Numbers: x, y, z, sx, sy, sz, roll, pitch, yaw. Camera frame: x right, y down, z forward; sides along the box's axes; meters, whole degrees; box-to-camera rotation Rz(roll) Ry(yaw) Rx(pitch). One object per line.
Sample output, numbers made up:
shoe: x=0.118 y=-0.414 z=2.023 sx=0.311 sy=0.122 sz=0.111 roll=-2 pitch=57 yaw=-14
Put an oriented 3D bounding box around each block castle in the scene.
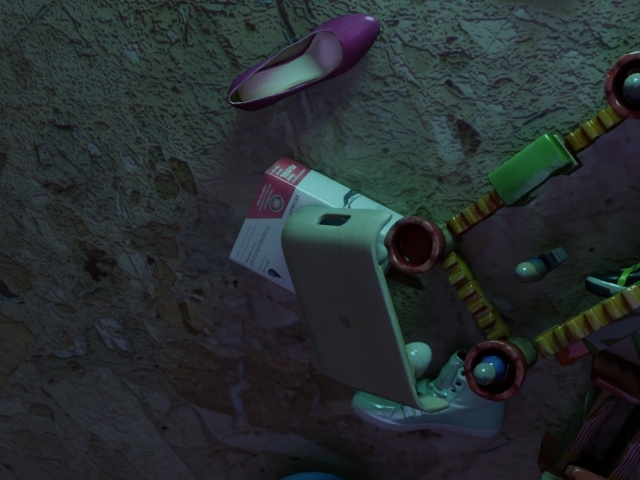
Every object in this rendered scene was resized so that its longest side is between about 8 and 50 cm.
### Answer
block castle: x=0.339 y=-0.004 z=1.134 sx=0.453 sy=0.213 sz=0.303 roll=-37 pitch=77 yaw=25

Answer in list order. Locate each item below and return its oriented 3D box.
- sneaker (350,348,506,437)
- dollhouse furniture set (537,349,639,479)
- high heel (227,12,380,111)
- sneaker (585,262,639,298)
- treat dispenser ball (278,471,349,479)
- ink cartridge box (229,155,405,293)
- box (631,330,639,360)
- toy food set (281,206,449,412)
sneaker: x=0.180 y=0.235 z=1.378 sx=0.255 sy=0.094 sz=0.151 roll=4 pitch=117 yaw=5
dollhouse furniture set: x=0.412 y=0.340 z=1.200 sx=0.152 sy=0.374 sz=0.201 roll=27 pitch=117 yaw=10
high heel: x=-0.028 y=-0.265 z=1.240 sx=0.244 sy=0.117 sz=0.082 roll=-18 pitch=103 yaw=22
sneaker: x=0.513 y=0.043 z=1.233 sx=0.234 sy=0.084 sz=0.097 roll=-1 pitch=84 yaw=16
treat dispenser ball: x=-0.012 y=0.550 z=1.446 sx=0.288 sy=0.288 sz=0.288 roll=6 pitch=111 yaw=14
ink cartridge box: x=0.000 y=0.000 z=1.340 sx=0.237 sy=0.100 sz=0.172 roll=28 pitch=116 yaw=5
box: x=0.539 y=0.148 z=1.235 sx=0.179 sy=0.043 sz=0.105 roll=-7 pitch=110 yaw=51
toy food set: x=0.068 y=0.097 z=1.222 sx=0.219 sy=0.092 sz=0.306 roll=7 pitch=119 yaw=54
